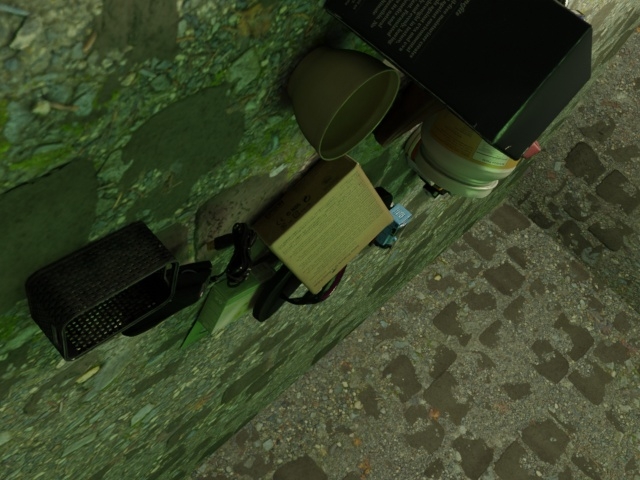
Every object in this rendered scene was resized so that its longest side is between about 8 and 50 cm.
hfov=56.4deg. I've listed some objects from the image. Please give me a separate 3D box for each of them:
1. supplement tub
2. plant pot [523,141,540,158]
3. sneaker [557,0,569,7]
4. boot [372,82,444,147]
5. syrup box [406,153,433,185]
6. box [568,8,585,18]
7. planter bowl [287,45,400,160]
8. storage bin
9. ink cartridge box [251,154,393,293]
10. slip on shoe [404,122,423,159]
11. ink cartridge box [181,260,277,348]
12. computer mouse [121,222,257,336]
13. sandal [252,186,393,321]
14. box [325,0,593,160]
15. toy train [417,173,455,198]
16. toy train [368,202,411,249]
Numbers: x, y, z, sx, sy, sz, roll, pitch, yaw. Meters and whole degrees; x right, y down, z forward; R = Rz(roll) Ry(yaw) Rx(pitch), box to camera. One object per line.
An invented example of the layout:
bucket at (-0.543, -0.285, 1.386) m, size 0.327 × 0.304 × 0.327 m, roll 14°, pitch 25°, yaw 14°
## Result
supplement tub at (0.355, -0.272, 1.288) m, size 0.228 × 0.228 × 0.316 m, roll -28°, pitch 149°, yaw -47°
plant pot at (0.559, -0.315, 1.879) m, size 0.180 × 0.201 × 0.201 m, roll -35°, pitch 170°, yaw 25°
sneaker at (0.287, -0.424, 0.868) m, size 0.130 × 0.227 × 0.087 m, roll -20°, pitch -172°, yaw -38°
boot at (0.196, -0.248, 1.137) m, size 0.207 × 0.090 × 0.248 m, roll -45°, pitch -166°, yaw 12°
syrup box at (0.344, -0.269, 1.585) m, size 0.237 × 0.093 × 0.096 m, roll -46°, pitch 164°, yaw 2°
box at (0.665, -0.570, 1.745) m, size 0.136 × 0.036 × 0.225 m, roll -25°, pitch 156°, yaw -51°
planter bowl at (0.022, -0.214, 0.871) m, size 0.162 × 0.109 × 0.162 m, roll -41°, pitch 164°, yaw -14°
storage bin at (-0.297, 0.069, 0.828) m, size 0.180 × 0.084 × 0.122 m, roll -33°, pitch 161°, yaw -36°
ink cartridge box at (0.008, -0.035, 1.199) m, size 0.235 × 0.088 × 0.193 m, roll -43°, pitch 137°, yaw -5°
slip on shoe at (0.353, -0.316, 1.479) m, size 0.331 × 0.101 × 0.123 m, roll -49°, pitch 163°, yaw 8°
ink cartridge box at (-0.207, 0.162, 1.357) m, size 0.171 × 0.056 × 0.235 m, roll -27°, pitch 154°, yaw -50°
computer mouse at (-0.223, 0.048, 0.984) m, size 0.262 × 0.060 × 0.184 m, roll -26°, pitch -154°, yaw 18°
sandal at (0.028, 0.040, 1.384) m, size 0.446 × 0.107 × 0.167 m, roll -41°, pitch 161°, yaw -19°
box at (0.214, -0.279, 0.853) m, size 0.182 × 0.294 × 0.296 m, roll -50°, pitch 164°, yaw 18°
toy train at (0.414, -0.266, 1.716) m, size 0.334 × 0.142 × 0.190 m, roll -47°, pitch 155°, yaw 5°
toy train at (0.188, -0.043, 1.745) m, size 0.080 × 0.105 × 0.184 m, roll -34°, pitch 161°, yaw -34°
